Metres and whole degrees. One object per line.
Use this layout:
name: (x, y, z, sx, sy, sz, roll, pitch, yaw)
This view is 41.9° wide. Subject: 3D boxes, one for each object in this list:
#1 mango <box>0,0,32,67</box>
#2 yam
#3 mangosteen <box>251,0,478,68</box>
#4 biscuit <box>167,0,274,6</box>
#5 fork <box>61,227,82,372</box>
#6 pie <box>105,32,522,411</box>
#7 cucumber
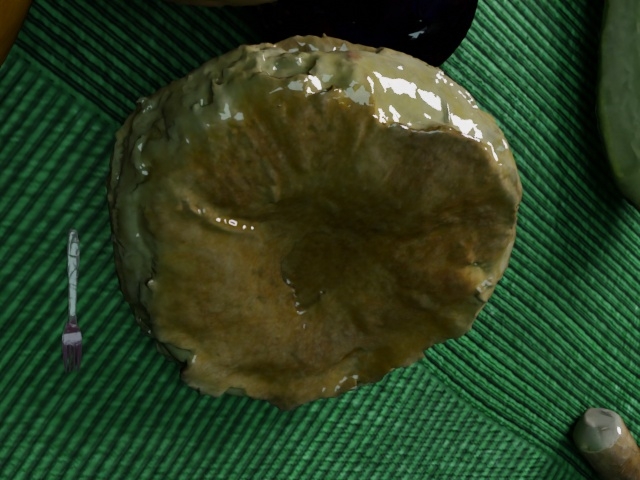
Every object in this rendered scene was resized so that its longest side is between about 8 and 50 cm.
mango: (-0.256, -0.152, 0.398, 0.232, 0.446, 0.300, 27, 70, -8)
yam: (0.356, 0.307, 0.905, 0.066, 0.066, 0.299, -35, 106, -17)
mangosteen: (0.048, -0.228, 0.661, 0.230, 0.194, 0.194, -48, 111, -24)
biscuit: (-0.041, -0.329, 0.527, 0.062, 0.385, 0.364, 7, 103, -59)
fork: (-0.198, 0.047, 0.669, 0.016, 0.012, 0.115, -1, 90, -28)
pie: (0.000, 0.000, 0.647, 0.340, 0.083, 0.339, -7, 124, -11)
cucumber: (0.343, -0.172, 0.841, 0.145, 0.105, 0.325, -5, 97, -50)
